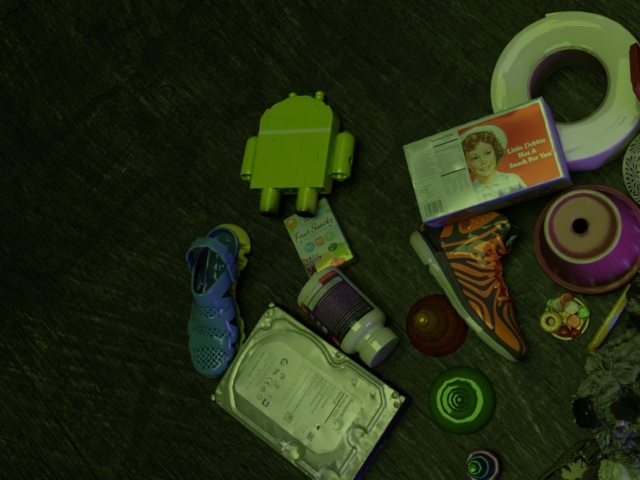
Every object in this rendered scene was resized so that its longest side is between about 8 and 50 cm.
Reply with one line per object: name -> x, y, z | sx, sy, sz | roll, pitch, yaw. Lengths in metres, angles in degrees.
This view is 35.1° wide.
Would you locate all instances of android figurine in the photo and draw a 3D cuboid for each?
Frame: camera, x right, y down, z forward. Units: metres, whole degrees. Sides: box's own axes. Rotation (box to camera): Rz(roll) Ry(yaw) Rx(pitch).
android figurine -> -0.048, -0.178, 2.048 | 0.248, 0.056, 0.272 | -2, 71, 26

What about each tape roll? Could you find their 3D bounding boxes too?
tape roll -> 0.461, -0.272, 1.862 | 0.286, 0.100, 0.286 | -4, 79, 21

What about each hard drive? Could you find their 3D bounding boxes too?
hard drive -> -0.023, 0.306, 1.962 | 0.339, 0.064, 0.236 | 35, 94, 22

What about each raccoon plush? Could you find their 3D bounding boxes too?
raccoon plush -> 0.597, 0.272, 1.711 | 0.216, 0.299, 0.446 | 15, 53, 37

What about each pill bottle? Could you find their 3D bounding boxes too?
pill bottle -> 0.056, 0.148, 1.935 | 0.193, 0.108, 0.108 | 44, 97, 22

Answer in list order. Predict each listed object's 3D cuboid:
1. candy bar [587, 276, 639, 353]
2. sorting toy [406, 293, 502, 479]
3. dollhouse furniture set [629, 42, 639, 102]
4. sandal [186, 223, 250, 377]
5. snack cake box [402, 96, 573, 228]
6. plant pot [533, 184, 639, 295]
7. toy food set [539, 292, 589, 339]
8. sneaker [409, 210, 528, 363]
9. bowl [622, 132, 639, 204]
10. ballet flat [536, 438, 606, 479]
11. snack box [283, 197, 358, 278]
candy bar -> 0.522, 0.133, 1.798 | 0.018, 0.040, 0.161 | 33, 93, 23
sorting toy -> 0.236, 0.265, 1.837 | 0.127, 0.126, 0.365 | -22, 73, 16
dollhouse furniture set -> 0.652, -0.377, 1.735 | 0.201, 0.152, 0.374 | -16, 49, 34
sandal -> -0.222, 0.116, 2.033 | 0.126, 0.138, 0.317 | -2, 81, 18
snack cake box -> 0.296, -0.134, 1.804 | 0.264, 0.089, 0.152 | -18, 75, 21
plant pot -> 0.468, -0.009, 1.769 | 0.201, 0.180, 0.201 | -3, 80, 20
toy food set -> 0.445, 0.139, 1.836 | 0.083, 0.020, 0.082 | 28, 91, 23
sneaker -> 0.314, 0.057, 1.845 | 0.180, 0.125, 0.321 | -39, 70, 11
bowl -> 0.619, -0.128, 1.766 | 0.170, 0.080, 0.170 | 0, 89, 10
ballet flat -> 0.407, 0.446, 1.775 | 0.250, 0.058, 0.084 | -48, 68, 7
snack box -> 0.000, 0.000, 2.021 | 0.100, 0.037, 0.141 | -29, 71, 12
